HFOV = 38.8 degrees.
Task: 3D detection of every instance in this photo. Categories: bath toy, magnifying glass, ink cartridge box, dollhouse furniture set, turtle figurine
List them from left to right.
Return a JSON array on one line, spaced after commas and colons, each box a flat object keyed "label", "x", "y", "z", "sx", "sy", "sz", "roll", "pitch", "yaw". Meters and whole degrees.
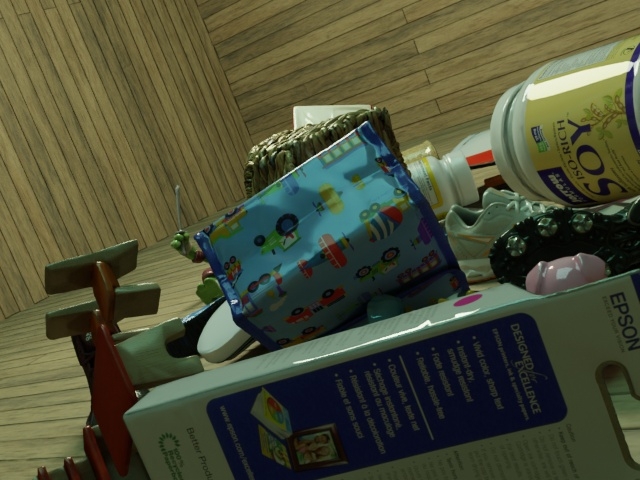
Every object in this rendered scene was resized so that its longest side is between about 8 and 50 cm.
[{"label": "dollhouse furniture set", "x": -0.194, "y": 0.178, "z": 0.847, "sx": 0.135, "sy": 0.262, "sz": 0.259, "roll": -15, "pitch": -34, "yaw": -26}, {"label": "turtle figurine", "x": -0.214, "y": 0.000, "z": 1.933, "sx": 0.198, "sy": 0.274, "sz": 0.266, "roll": 8, "pitch": 27, "yaw": -16}, {"label": "ink cartridge box", "x": 0.058, "y": 0.144, "z": 0.621, "sx": 0.371, "sy": 0.175, "sz": 0.069, "roll": -18, "pitch": 9, "yaw": 22}, {"label": "ink cartridge box", "x": 0.339, "y": -0.198, "z": 1.883, "sx": 0.385, "sy": 0.091, "sz": 0.308, "roll": -10, "pitch": 1, "yaw": -17}, {"label": "magnifying glass", "x": 0.460, "y": -0.156, "z": 1.925, "sx": 0.231, "sy": 0.026, "sz": 0.092, "roll": -20, "pitch": 9, "yaw": 18}, {"label": "bath toy", "x": 0.225, "y": 0.062, "z": 0.867, "sx": 0.348, "sy": 0.129, "sz": 0.151, "roll": -18, "pitch": 12, "yaw": 22}]

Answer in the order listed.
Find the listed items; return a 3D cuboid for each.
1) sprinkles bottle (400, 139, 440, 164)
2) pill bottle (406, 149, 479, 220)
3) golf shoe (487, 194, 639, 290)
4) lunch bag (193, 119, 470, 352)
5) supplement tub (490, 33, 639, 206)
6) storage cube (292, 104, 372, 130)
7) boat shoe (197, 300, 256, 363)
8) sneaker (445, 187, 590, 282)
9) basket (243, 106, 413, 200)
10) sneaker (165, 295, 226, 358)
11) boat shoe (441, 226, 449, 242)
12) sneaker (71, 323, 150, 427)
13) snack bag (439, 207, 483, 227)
[{"label": "sprinkles bottle", "x": 0.127, "y": -0.132, "z": 2.260, "sx": 0.355, "sy": 0.121, "sz": 0.121, "roll": -22, "pitch": 9, "yaw": 1}, {"label": "pill bottle", "x": 0.172, "y": -0.081, "z": 1.645, "sx": 0.208, "sy": 0.119, "sz": 0.119, "roll": -20, "pitch": 9, "yaw": 4}, {"label": "golf shoe", "x": 0.340, "y": 0.005, "z": 1.104, "sx": 0.273, "sy": 0.105, "sz": 0.120, "roll": -15, "pitch": -6, "yaw": 5}, {"label": "lunch bag", "x": 0.037, "y": 0.051, "z": 1.011, "sx": 0.221, "sy": 0.293, "sz": 0.138, "roll": -33, "pitch": 50, "yaw": 3}, {"label": "supplement tub", "x": 0.448, "y": -0.178, "z": 1.392, "sx": 0.241, "sy": 0.241, "sz": 0.331, "roll": -27, "pitch": 10, "yaw": -32}, {"label": "storage cube", "x": 0.033, "y": -0.185, "z": 2.107, "sx": 0.215, "sy": 0.193, "sz": 0.183, "roll": -1, "pitch": 54, "yaw": 3}, {"label": "boat shoe", "x": -0.069, "y": 0.102, "z": 1.431, "sx": 0.108, "sy": 0.102, "sz": 0.301, "roll": -7, "pitch": 32, "yaw": 45}, {"label": "sneaker", "x": 0.281, "y": -0.022, "z": 1.252, "sx": 0.262, "sy": 0.121, "sz": 0.099, "roll": -15, "pitch": 12, "yaw": 37}, {"label": "basket", "x": 0.000, "y": 0.000, "z": 1.221, "sx": 0.213, "sy": 0.299, "sz": 0.223, "roll": -30, "pitch": 14, "yaw": -33}, {"label": "sneaker", "x": -0.195, "y": 0.144, "z": 1.567, "sx": 0.209, "sy": 0.069, "sz": 0.082, "roll": -27, "pitch": 7, "yaw": -30}, {"label": "boat shoe", "x": 0.111, "y": 0.037, "z": 1.425, "sx": 0.258, "sy": 0.109, "sz": 0.089, "roll": -6, "pitch": 15, "yaw": -2}, {"label": "sneaker", "x": -0.307, "y": 0.185, "z": 1.282, "sx": 0.106, "sy": 0.162, "sz": 0.281, "roll": -24, "pitch": 9, "yaw": -14}, {"label": "snack bag", "x": 0.119, "y": 0.010, "z": 1.720, "sx": 0.342, "sy": 0.037, "sz": 0.323, "roll": -23, "pitch": 9, "yaw": -9}]
